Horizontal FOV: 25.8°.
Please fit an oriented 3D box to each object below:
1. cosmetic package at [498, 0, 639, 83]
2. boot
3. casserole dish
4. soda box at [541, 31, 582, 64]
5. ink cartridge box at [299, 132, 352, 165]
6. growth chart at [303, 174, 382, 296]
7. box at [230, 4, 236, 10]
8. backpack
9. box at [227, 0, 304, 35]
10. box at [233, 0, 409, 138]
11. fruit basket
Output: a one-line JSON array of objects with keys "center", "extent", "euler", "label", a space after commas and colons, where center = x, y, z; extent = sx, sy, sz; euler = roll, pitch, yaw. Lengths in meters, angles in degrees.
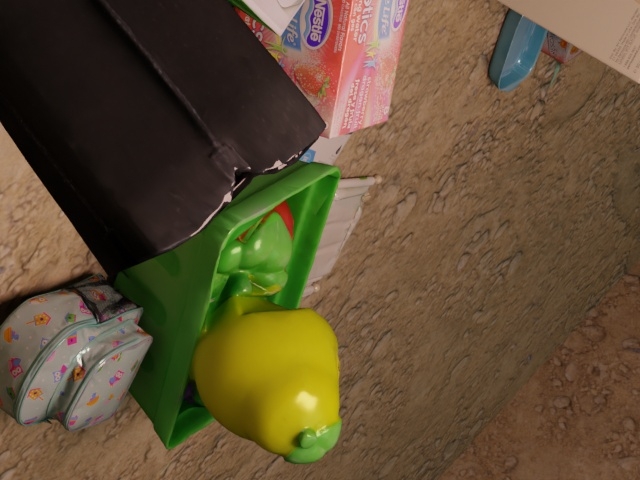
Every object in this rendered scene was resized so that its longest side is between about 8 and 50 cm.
[{"center": [0.388, -0.345, 2.035], "extent": [0.160, 0.309, 0.113], "euler": [-7, 129, -59], "label": "cosmetic package"}, {"center": [-0.138, -0.247, 1.072], "extent": [0.367, 0.445, 0.146], "euler": [-38, 180, -18], "label": "boot"}, {"center": [0.324, -0.328, 2.270], "extent": [0.114, 0.037, 0.188], "euler": [-29, 145, -41], "label": "casserole dish"}, {"center": [0.455, -0.373, 2.413], "extent": [0.183, 0.058, 0.063], "euler": [-35, 149, -37], "label": "soda box"}, {"center": [0.008, -0.178, 1.877], "extent": [0.180, 0.060, 0.104], "euler": [-58, 155, 9], "label": "ink cartridge box"}, {"center": [0.000, 0.000, 2.140], "extent": [0.172, 0.021, 0.237], "euler": [0, 123, -60], "label": "growth chart"}, {"center": [-0.169, -0.206, 1.542], "extent": [0.175, 0.051, 0.220], "euler": [-58, 155, 8], "label": "box"}, {"center": [-0.303, 0.141, 1.648], "extent": [0.188, 0.144, 0.166], "euler": [-6, 132, -56], "label": "backpack"}, {"center": [-0.082, -0.355, 1.253], "extent": [0.231, 0.262, 0.127], "euler": [-54, 155, 2], "label": "box"}, {"center": [0.008, -0.282, 1.551], "extent": [0.142, 0.154, 0.300], "euler": [-23, 128, -56], "label": "box"}, {"center": [-0.078, 0.104, 1.715], "extent": [0.283, 0.392, 0.392], "euler": [-32, 148, -48], "label": "fruit basket"}]
